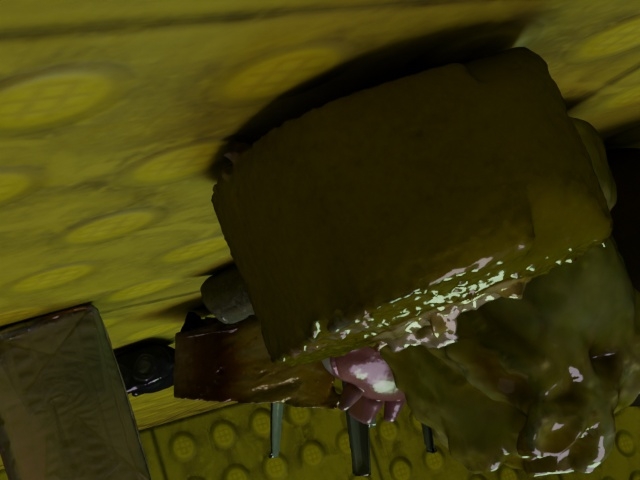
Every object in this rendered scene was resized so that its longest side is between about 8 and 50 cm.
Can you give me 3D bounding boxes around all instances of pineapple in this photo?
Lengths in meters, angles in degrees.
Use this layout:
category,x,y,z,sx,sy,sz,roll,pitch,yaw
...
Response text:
category,x,y,z,sx,sy,sz,roll,pitch,yaw
pineapple,-0.077,0.125,1.316,0.186,0.114,0.236,-2,178,-45

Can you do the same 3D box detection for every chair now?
category,x,y,z,sx,sy,sz,roll,pitch,yaw
chair,0.059,0.135,1.485,0.203,0.275,0.190,-11,-167,-43

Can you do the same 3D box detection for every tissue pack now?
category,x,y,z,sx,sy,sz,roll,pitch,yaw
tissue pack,-0.249,0.180,1.159,0.124,0.185,0.225,-18,172,-17

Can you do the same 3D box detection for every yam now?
category,x,y,z,sx,sy,sz,roll,pitch,yaw
yam,-0.049,0.036,1.106,0.132,0.054,0.054,-25,168,34

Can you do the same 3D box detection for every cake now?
category,x,y,z,sx,sy,sz,roll,pitch,yaw
cake,0.044,-0.010,0.724,0.179,0.156,0.260,-21,171,-18

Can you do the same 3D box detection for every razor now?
category,x,y,z,sx,sy,sz,roll,pitch,yaw
razor,-0.221,0.163,1.517,0.090,0.054,0.148,-18,172,4

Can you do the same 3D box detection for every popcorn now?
category,x,y,z,sx,sy,sz,roll,pitch,yaw
popcorn,0.138,0.044,0.961,0.225,0.286,0.174,4,-157,46

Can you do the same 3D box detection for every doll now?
category,x,y,z,sx,sy,sz,roll,pitch,yaw
doll,0.085,0.088,1.241,0.093,0.211,0.262,18,-169,39

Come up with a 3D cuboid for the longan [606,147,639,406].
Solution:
category,x,y,z,sx,sy,sz,roll,pitch,yaw
longan,0.280,0.035,1.125,0.258,0.258,0.258,-17,171,-3
